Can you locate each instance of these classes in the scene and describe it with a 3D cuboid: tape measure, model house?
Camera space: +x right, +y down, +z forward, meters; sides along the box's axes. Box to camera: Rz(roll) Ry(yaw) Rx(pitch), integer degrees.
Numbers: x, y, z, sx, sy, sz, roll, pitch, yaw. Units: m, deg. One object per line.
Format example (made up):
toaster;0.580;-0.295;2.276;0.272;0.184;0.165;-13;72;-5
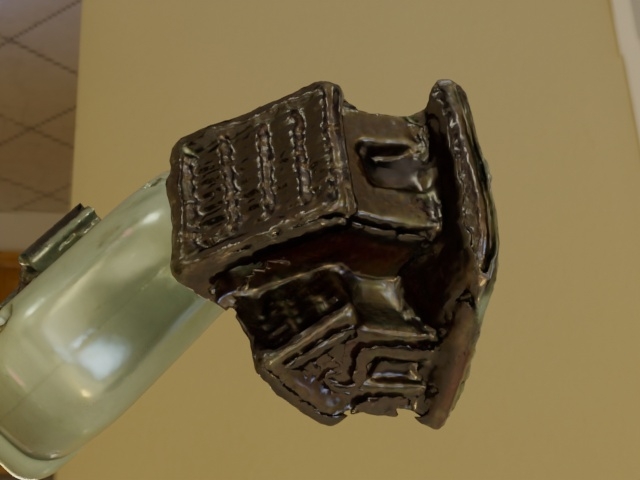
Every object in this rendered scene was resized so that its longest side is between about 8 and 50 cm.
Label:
tape measure;-0.159;0.047;0.732;0.125;0.243;0.246;44;142;-5
model house;0.001;0.006;0.492;0.152;0.165;0.106;5;149;-23
